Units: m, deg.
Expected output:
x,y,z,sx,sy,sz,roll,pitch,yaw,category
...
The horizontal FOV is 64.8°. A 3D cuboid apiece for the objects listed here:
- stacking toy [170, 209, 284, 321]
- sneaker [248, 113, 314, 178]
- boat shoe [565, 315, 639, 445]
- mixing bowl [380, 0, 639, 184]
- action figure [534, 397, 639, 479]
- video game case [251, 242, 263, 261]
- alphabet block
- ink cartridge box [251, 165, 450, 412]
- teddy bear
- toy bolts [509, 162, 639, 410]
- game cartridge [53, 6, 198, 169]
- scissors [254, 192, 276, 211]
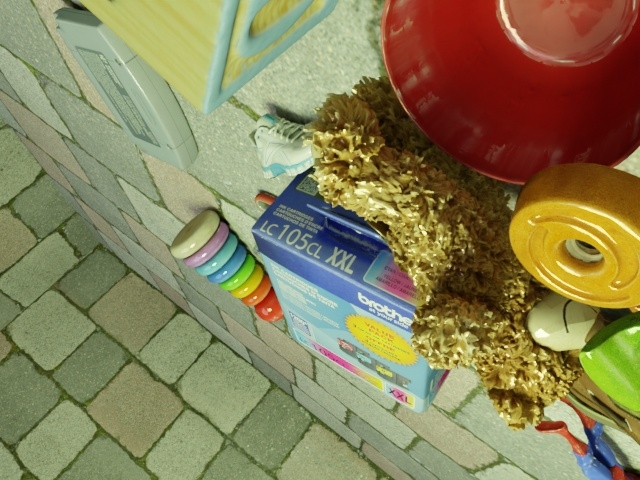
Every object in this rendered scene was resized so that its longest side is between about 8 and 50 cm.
x,y,z,sx,sy,sz,roll,pitch,yaw,category
-0.200,0.085,1.225,0.330,0.141,0.141,48,156,-24,stacking toy
-0.048,-0.134,0.675,0.190,0.071,0.083,-1,127,57,sneaker
0.296,0.123,0.453,0.104,0.110,0.307,59,-179,-17,boat shoe
0.142,-0.135,0.335,0.181,0.098,0.181,34,155,18,mixing bowl
0.410,0.351,0.785,0.280,0.091,0.139,47,150,-10,action figure
-0.049,0.066,1.058,0.212,0.023,0.193,40,161,-3,video game case
-0.085,-0.252,0.370,0.197,0.192,0.193,44,155,-3,alphabet block
0.070,0.064,0.722,0.270,0.151,0.395,25,150,24,ink cartridge box
0.124,-0.003,0.431,0.113,0.245,0.338,-35,81,31,teddy bear
0.261,-0.008,0.300,0.218,0.158,0.228,47,156,-11,toy bolts
-0.338,-0.267,0.912,0.198,0.062,0.297,21,149,32,game cartridge
0.000,0.000,0.891,0.297,0.021,0.109,29,154,28,scissors
